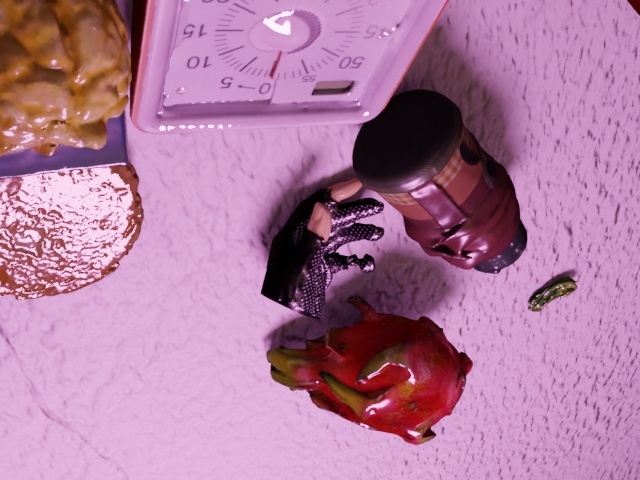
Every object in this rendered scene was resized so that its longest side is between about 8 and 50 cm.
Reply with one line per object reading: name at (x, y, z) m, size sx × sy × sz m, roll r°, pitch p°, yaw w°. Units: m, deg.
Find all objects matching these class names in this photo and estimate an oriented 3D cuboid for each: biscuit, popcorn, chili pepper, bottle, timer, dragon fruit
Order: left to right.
popcorn at (-0.231, -0.142, 0.571) m, size 0.173 × 0.142 × 0.173 m, roll 5°, pitch 129°, yaw 6°
biscuit at (-0.292, -0.023, 0.798) m, size 0.226 × 0.042 × 0.226 m, roll -16°, pitch 136°, yaw -16°
timer at (-0.037, -0.202, 0.681) m, size 0.257 × 0.161 × 0.250 m, roll -7°, pitch 140°, yaw -22°
dragon fruit at (0.074, 0.181, 1.094) m, size 0.200 × 0.269 × 0.198 m, roll 13°, pitch 82°, yaw -61°
bottle at (0.158, -0.058, 0.929) m, size 0.271 × 0.143 × 0.156 m, roll 39°, pitch 67°, yaw -42°
chili pepper at (0.376, 0.087, 1.250) m, size 0.091 × 0.030 × 0.034 m, roll -33°, pitch 162°, yaw 8°

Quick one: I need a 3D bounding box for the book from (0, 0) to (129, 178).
book at (-0.375, -0.169, 0.596) m, size 0.428 × 0.039 × 0.300 m, roll -8°, pitch 125°, yaw -19°

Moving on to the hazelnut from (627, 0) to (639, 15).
hazelnut at (0.421, -0.352, 0.628) m, size 0.421 × 0.352 × 0.421 m, roll -1°, pitch 128°, yaw -1°

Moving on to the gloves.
gloves at (-0.001, 0.000, 0.945) m, size 0.129 × 0.106 × 0.180 m, roll 29°, pitch 85°, yaw -43°
